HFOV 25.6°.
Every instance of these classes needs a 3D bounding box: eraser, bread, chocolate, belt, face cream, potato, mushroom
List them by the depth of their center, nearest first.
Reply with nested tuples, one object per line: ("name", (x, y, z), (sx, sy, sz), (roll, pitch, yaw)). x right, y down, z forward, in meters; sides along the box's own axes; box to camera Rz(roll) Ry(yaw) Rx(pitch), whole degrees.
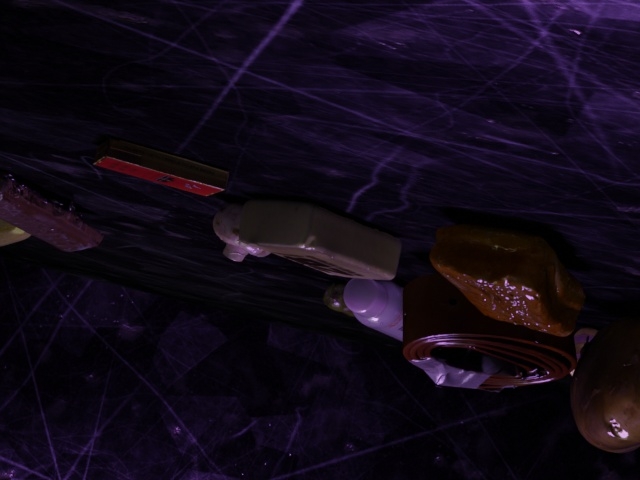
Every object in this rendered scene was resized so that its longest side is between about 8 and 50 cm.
("bread", (0.203, 0.040, 1.525), (0.139, 0.077, 0.271), (14, 172, 23))
("eraser", (0.000, 0.000, 1.653), (0.117, 0.058, 0.172), (6, 170, 41))
("mushroom", (-0.091, -0.009, 1.701), (0.083, 0.067, 0.083), (24, -170, -4))
("potato", (0.409, 0.180, 1.820), (0.141, 0.192, 0.296), (32, 170, -5))
("belt", (0.216, 0.120, 1.836), (0.184, 0.105, 0.261), (-23, 150, 39))
("chocolate", (-0.424, -0.043, 2.065), (0.102, 0.065, 0.329), (11, 171, 20))
("face cream", (0.106, 0.105, 2.188), (0.082, 0.082, 0.269), (10, 173, 24))

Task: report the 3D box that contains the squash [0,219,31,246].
("squash", (-0.512, -0.036, 2.263), (0.224, 0.094, 0.094), (-4, 163, 42))

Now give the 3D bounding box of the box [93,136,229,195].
("box", (-0.171, -0.077, 1.504), (0.133, 0.023, 0.090), (16, 174, -18))

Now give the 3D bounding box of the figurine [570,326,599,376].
("figurine", (0.458, 0.178, 2.181), (0.187, 0.083, 0.083), (6, 177, -31))

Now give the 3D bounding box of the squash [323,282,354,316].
("squash", (0.048, 0.104, 2.400), (0.052, 0.052, 0.183), (10, 172, 21))
